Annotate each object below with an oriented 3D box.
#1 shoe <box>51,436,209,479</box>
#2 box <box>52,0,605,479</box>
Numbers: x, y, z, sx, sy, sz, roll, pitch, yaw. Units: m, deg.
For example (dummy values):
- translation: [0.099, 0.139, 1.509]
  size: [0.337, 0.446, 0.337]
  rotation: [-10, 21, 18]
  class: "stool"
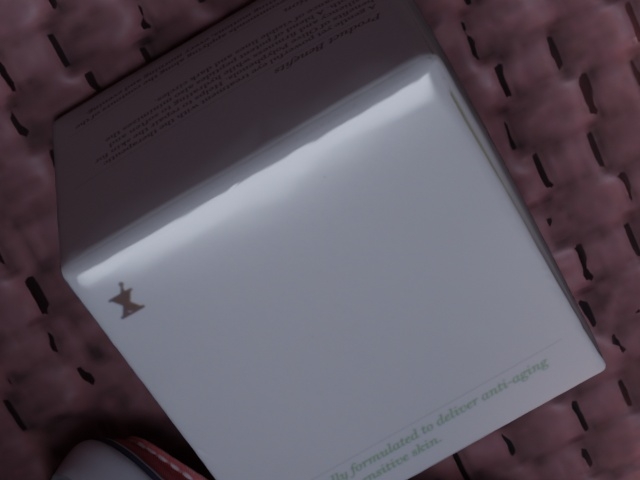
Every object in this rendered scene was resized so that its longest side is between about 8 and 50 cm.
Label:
- translation: [0.010, 0.101, 0.566]
  size: [0.178, 0.063, 0.081]
  rotation: [42, 67, -5]
  class: "shoe"
- translation: [0.000, 0.000, 0.493]
  size: [0.101, 0.087, 0.102]
  rotation: [-30, 117, 6]
  class: "box"
